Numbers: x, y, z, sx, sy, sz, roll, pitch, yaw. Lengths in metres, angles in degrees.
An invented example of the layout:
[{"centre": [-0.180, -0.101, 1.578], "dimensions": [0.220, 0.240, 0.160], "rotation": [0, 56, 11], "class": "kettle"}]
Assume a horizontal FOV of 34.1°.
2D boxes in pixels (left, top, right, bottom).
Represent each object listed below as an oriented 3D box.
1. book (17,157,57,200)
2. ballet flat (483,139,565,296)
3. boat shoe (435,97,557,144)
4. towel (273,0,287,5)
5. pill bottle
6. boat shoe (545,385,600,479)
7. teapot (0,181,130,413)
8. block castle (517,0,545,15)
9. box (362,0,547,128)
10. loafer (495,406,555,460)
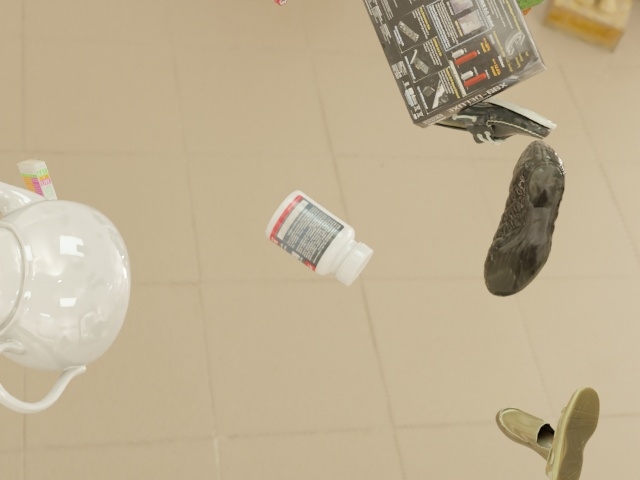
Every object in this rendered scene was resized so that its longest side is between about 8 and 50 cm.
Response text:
[{"centre": [-0.474, -0.067, 1.805], "dimensions": [0.035, 0.096, 0.144], "rotation": [-22, 108, -24], "class": "book"}, {"centre": [0.198, -0.016, 1.010], "dimensions": [0.057, 0.173, 0.049], "rotation": [11, 36, -4], "class": "ballet flat"}, {"centre": [0.312, -0.223, 1.949], "dimensions": [0.114, 0.091, 0.302], "rotation": [19, 7, -34], "class": "boat shoe"}, {"centre": [-0.086, -0.580, 2.016], "dimensions": [0.031, 0.199, 0.275], "rotation": [16, 20, -32], "class": "towel"}, {"centre": [0.000, 0.000, 1.901], "dimensions": [0.180, 0.108, 0.108], "rotation": [35, 52, 9], "class": "pill bottle"}, {"centre": [0.359, 0.279, 1.505], "dimensions": [0.056, 0.153, 0.048], "rotation": [6, 10, -23], "class": "boat shoe"}, {"centre": [-0.391, 0.062, 1.401], "dimensions": [0.187, 0.252, 0.256], "rotation": [8, 19, -47], "class": "teapot"}, {"centre": [0.349, -0.608, 2.158], "dimensions": [0.453, 0.213, 0.303], "rotation": [-23, 59, -27], "class": "block castle"}, {"centre": [0.220, -0.386, 1.819], "dimensions": [0.307, 0.242, 0.076], "rotation": [68, 19, 9], "class": "box"}, {"centre": [0.357, 0.317, 1.728], "dimensions": [0.148, 0.050, 0.056], "rotation": [30, 56, 28], "class": "loafer"}]
